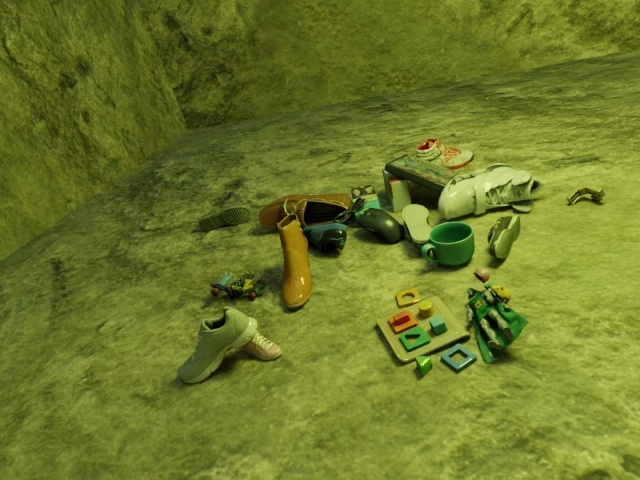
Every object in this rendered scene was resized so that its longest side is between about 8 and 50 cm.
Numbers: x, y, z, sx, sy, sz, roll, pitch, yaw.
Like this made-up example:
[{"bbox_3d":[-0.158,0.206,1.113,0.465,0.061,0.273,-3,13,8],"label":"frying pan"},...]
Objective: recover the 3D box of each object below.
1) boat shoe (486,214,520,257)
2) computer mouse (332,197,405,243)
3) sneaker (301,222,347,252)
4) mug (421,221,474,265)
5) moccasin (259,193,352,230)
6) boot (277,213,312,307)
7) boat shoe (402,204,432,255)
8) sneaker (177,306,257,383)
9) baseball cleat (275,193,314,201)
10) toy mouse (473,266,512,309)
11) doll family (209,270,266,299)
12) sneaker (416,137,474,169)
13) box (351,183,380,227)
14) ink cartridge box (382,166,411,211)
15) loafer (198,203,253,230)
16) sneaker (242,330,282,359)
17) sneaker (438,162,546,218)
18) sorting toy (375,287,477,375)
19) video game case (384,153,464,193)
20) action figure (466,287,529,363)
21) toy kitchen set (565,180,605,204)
[{"bbox_3d":[0.550,-0.011,1.468,0.068,0.081,0.227,3,27,37],"label":"boat shoe"},{"bbox_3d":[0.159,-0.056,1.707,0.184,0.060,0.262,-39,51,-12],"label":"computer mouse"},{"bbox_3d":[0.000,0.000,1.727,0.232,0.081,0.091,-11,62,47],"label":"sneaker"},{"bbox_3d":[0.391,0.018,1.472,0.157,0.098,0.130,-8,30,16],"label":"mug"},{"bbox_3d":[-0.061,-0.102,1.898,0.379,0.139,0.147,0,22,9],"label":"moccasin"},{"bbox_3d":[-0.096,0.055,1.536,0.104,0.211,0.295,-11,29,11],"label":"boot"},{"bbox_3d":[0.333,-0.040,1.625,0.095,0.079,0.255,-10,32,2],"label":"boat shoe"},{"bbox_3d":[-0.302,0.271,1.293,0.262,0.121,0.099,-41,29,5],"label":"sneaker"},{"bbox_3d":[-0.110,-0.144,2.071,0.205,0.072,0.110,-6,43,27],"label":"baseball cleat"},{"bbox_3d":[0.444,0.113,1.254,0.031,0.161,0.143,-42,13,3],"label":"toy mouse"},{"bbox_3d":[-0.280,0.155,1.607,0.192,0.076,0.111,-7,33,26],"label":"doll family"},{"bbox_3d":[0.533,-0.376,2.052,0.269,0.145,0.090,-21,29,-10],"label":"sneaker"},{"bbox_3d":[0.182,-0.141,1.903,0.100,0.060,0.244,-13,29,6],"label":"box"},{"bbox_3d":[0.300,-0.210,1.893,0.072,0.128,0.175,-13,29,4],"label":"ink cartridge box"},{"bbox_3d":[-0.420,-0.118,2.137,0.250,0.095,0.087,-12,33,9],"label":"loafer"},{"bbox_3d":[-0.170,0.281,1.321,0.134,0.070,0.051,7,34,34],"label":"sneaker"},{"bbox_3d":[0.590,-0.162,1.646,0.365,0.138,0.210,-25,27,-23],"label":"sneaker"},{"bbox_3d":[0.258,0.214,1.243,0.195,0.047,0.348,-19,28,-6],"label":"sorting toy"},{"bbox_3d":[0.413,-0.258,1.850,0.274,0.035,0.248,25,28,19],"label":"video game case"},{"bbox_3d":[0.409,0.182,1.188,0.137,0.063,0.232,-47,16,15],"label":"action figure"},{"bbox_3d":[0.870,-0.136,1.567,0.075,0.068,0.083,-48,32,1],"label":"toy kitchen set"}]
